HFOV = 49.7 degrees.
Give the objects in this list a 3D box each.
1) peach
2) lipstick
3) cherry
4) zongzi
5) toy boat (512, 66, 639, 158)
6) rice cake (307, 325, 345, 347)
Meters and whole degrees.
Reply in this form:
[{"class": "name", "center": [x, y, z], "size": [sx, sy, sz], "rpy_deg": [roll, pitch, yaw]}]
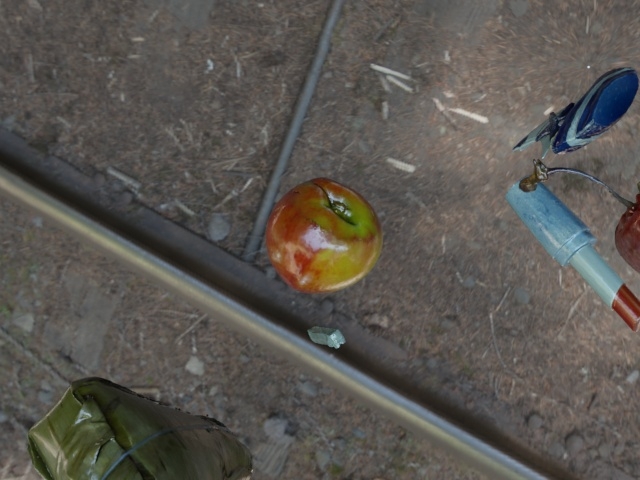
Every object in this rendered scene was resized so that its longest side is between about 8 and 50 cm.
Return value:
[{"class": "peach", "center": [0.000, 0.000, 1.083], "size": [0.198, 0.197, 0.197], "rpy_deg": [5, 105, 20]}, {"class": "lipstick", "center": [0.384, 0.018, 1.026], "size": [0.068, 0.061, 0.274], "rpy_deg": [-51, 60, 30]}, {"class": "cherry", "center": [0.296, -0.022, 0.660], "size": [0.226, 0.107, 0.090], "rpy_deg": [24, 90, 4]}, {"class": "zongzi", "center": [-0.158, 0.343, 0.872], "size": [0.360, 0.323, 0.159], "rpy_deg": [33, 92, 42]}, {"class": "toy boat", "center": [0.438, -0.202, 1.236], "size": [0.070, 0.210, 0.292], "rpy_deg": [48, 140, -5]}, {"class": "rice cake", "center": [0.007, 0.133, 0.959], "size": [0.022, 0.121, 0.022], "rpy_deg": [-33, 95, -16]}]
